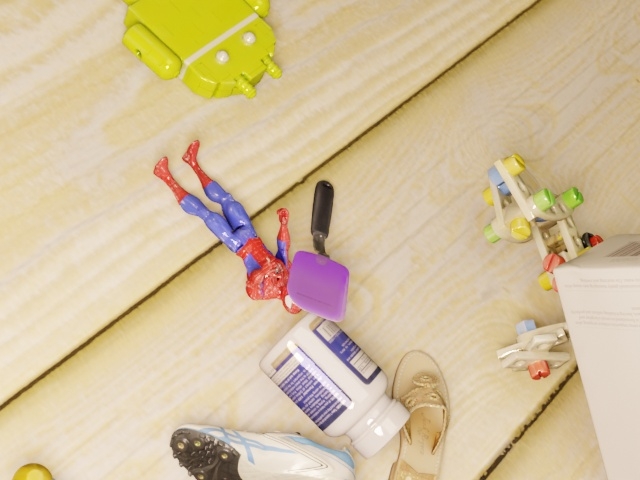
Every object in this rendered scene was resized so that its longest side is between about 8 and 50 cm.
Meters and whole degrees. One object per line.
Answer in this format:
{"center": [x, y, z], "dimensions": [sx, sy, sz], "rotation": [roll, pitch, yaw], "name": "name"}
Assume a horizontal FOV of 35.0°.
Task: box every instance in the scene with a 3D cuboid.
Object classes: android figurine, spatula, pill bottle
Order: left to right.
{"center": [-0.179, -0.323, 1.543], "dimensions": [0.273, 0.056, 0.248], "rotation": [45, 55, 6], "name": "android figurine"}
{"center": [0.000, 0.000, 1.403], "dimensions": [0.084, 0.030, 0.296], "rotation": [21, 32, -12], "name": "spatula"}
{"center": [0.022, 0.188, 1.316], "dimensions": [0.187, 0.112, 0.112], "rotation": [45, 56, 5], "name": "pill bottle"}

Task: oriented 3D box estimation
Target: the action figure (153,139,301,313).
{"center": [-0.103, -0.025, 1.368], "dimensions": [0.091, 0.139, 0.280], "rotation": [-34, 83, -33], "name": "action figure"}

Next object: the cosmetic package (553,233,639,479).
{"center": [0.482, 0.192, 1.371], "dimensions": [0.156, 0.217, 0.385], "rotation": [-22, 101, -32], "name": "cosmetic package"}

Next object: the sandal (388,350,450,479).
{"center": [0.144, 0.246, 1.356], "dimensions": [0.088, 0.079, 0.240], "rotation": [19, 57, -13], "name": "sandal"}

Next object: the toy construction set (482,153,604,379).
{"center": [0.341, 0.046, 1.508], "dimensions": [0.215, 0.151, 0.328], "rotation": [18, 62, -43], "name": "toy construction set"}

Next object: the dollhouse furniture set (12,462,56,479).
{"center": [-0.297, 0.404, 1.010], "dimensions": [0.286, 0.198, 0.303], "rotation": [-35, 80, -34], "name": "dollhouse furniture set"}

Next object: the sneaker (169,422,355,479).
{"center": [-0.071, 0.269, 1.260], "dimensions": [0.237, 0.085, 0.086], "rotation": [17, 32, -10], "name": "sneaker"}
